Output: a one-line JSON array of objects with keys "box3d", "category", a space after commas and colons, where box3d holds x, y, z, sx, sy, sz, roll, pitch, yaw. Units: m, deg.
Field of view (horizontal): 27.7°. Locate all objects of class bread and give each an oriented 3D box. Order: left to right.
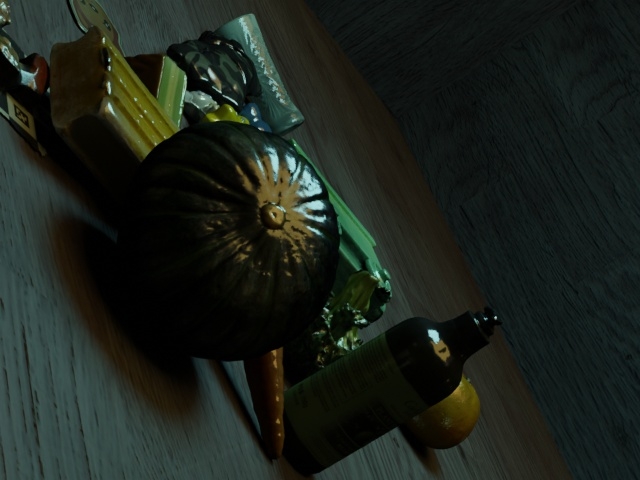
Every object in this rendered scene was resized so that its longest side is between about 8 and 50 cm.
[{"box3d": [-0.232, -0.165, 1.690, 0.074, 0.084, 0.139, 37, 55, -62], "category": "bread"}]

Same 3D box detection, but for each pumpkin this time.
[{"box3d": [-0.103, 0.005, 1.322, 0.250, 0.216, 0.250, 30, 50, -44], "category": "pumpkin"}]

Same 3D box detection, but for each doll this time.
[{"box3d": [-0.165, -0.182, 1.924, 0.113, 0.071, 0.135, 40, 4, 4], "category": "doll"}, {"box3d": [-0.115, -0.188, 2.161, 0.083, 0.050, 0.076, 60, 16, -1], "category": "doll"}]

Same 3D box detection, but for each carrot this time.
[{"box3d": [-0.069, 0.076, 1.446, 0.069, 0.069, 0.336, 33, 51, -65], "category": "carrot"}]

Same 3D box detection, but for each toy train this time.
[{"box3d": [0.000, 0.000, 1.962, 0.301, 0.120, 0.202, 50, 12, -38], "category": "toy train"}]

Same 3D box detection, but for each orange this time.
[{"box3d": [0.184, 0.252, 2.060, 0.156, 0.124, 0.156, 55, 15, -22], "category": "orange"}]

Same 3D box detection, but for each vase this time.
[{"box3d": [-0.111, -0.293, 2.356, 0.219, 0.096, 0.096, 61, 11, 3], "category": "vase"}]

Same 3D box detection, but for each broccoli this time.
[{"box3d": [0.017, 0.107, 1.664, 0.167, 0.160, 0.154, 34, -4, -39], "category": "broccoli"}]

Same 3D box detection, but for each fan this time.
[{"box3d": [-0.311, -0.321, 1.772, 0.132, 0.009, 0.220, 47, 16, -45], "category": "fan"}]

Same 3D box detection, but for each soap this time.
[{"box3d": [-0.206, -0.107, 1.419, 0.232, 0.073, 0.140, 55, 19, -48], "category": "soap"}]

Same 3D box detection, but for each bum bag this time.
[{"box3d": [-0.160, -0.273, 2.083, 0.144, 0.095, 0.340, 41, 12, -4], "category": "bum bag"}]

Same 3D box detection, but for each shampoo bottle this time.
[{"box3d": [0.082, 0.156, 1.469, 0.101, 0.284, 0.101, 55, 11, -16], "category": "shampoo bottle"}]

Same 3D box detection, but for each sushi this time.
[{"box3d": [-0.342, -0.226, 1.303, 0.279, 0.043, 0.192, 52, 13, -27], "category": "sushi"}]
